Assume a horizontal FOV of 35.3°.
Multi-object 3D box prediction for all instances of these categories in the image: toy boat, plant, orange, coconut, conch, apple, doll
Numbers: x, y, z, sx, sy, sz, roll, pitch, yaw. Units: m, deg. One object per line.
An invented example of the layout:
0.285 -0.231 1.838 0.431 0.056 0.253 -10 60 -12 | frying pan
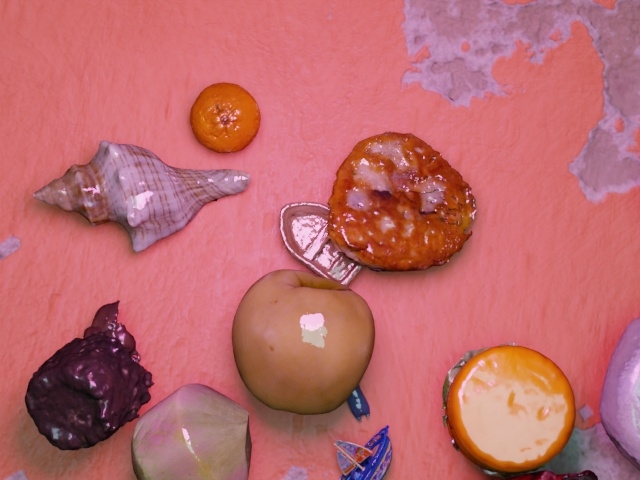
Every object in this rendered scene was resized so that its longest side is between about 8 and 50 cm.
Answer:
0.000 0.000 1.901 0.188 0.061 0.116 39 84 3 | toy boat
-0.406 0.255 1.787 0.178 0.234 0.204 -18 106 16 | plant
-0.179 -0.232 1.895 0.136 0.117 0.135 1 80 -9 | orange
-0.218 0.363 1.779 0.236 0.236 0.204 -53 128 -7 | coconut
-0.328 -0.081 1.851 0.386 0.169 0.203 3 108 0 | conch
-0.030 0.177 1.790 0.262 0.262 0.262 0 83 -2 | apple
0.066 0.403 1.837 0.110 0.091 0.175 40 78 -14 | toy boat
0.060 0.280 1.887 0.037 0.027 0.125 -22 87 -4 | doll

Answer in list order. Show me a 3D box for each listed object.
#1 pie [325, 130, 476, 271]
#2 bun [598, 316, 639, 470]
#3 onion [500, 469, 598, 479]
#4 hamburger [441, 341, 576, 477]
0.146 -0.073 1.877 0.308 0.085 0.308 5 65 -11 | pie
0.662 0.284 1.824 0.355 0.194 0.354 1 83 -5 | bun
0.358 0.499 1.789 0.280 0.146 0.314 -28 128 -12 | onion
0.338 0.307 1.821 0.246 0.170 0.246 0 72 1 | hamburger
